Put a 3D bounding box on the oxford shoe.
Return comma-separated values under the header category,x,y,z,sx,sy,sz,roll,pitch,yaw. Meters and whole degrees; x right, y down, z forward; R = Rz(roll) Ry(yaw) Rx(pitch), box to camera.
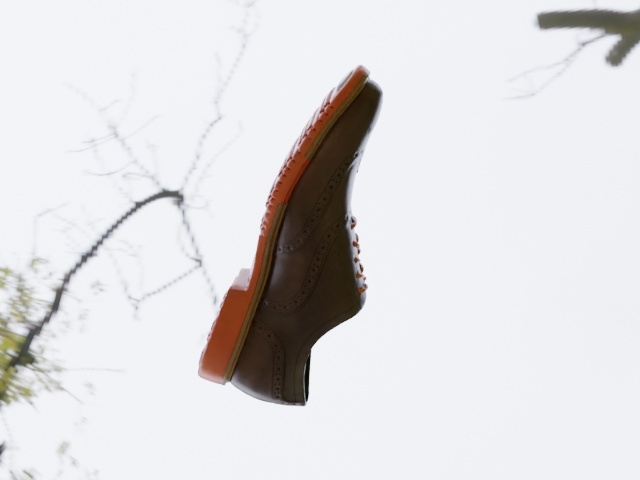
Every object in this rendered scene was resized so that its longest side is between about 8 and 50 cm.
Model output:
category,x,y,z,sx,sy,sz,roll,pitch,yaw
oxford shoe,0.000,0.000,1.144,0.098,0.097,0.271,24,-68,0
